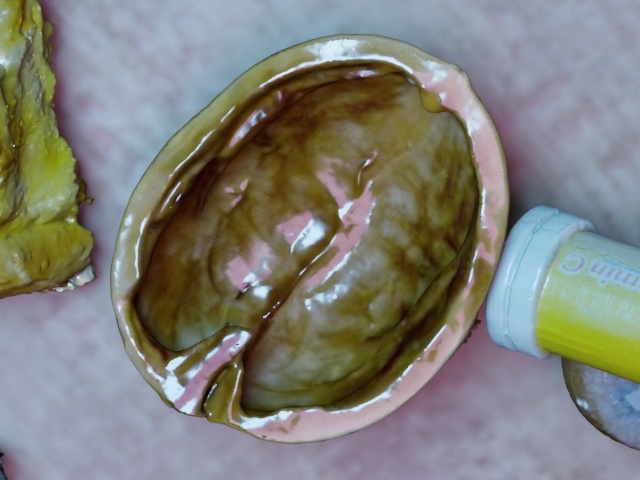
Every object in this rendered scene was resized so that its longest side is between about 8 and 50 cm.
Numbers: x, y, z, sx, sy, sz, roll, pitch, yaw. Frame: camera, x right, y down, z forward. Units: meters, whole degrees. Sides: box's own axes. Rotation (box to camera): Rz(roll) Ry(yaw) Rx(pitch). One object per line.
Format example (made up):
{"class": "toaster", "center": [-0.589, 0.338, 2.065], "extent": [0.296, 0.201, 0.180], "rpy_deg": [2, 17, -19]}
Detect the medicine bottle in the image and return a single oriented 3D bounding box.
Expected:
{"class": "medicine bottle", "center": [0.186, 0.049, 0.870], "extent": [0.218, 0.074, 0.074], "rpy_deg": [20, 110, 30]}

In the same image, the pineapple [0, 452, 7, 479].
{"class": "pineapple", "center": [-0.237, 0.234, 0.929], "extent": [0.170, 0.141, 0.310], "rpy_deg": [6, 81, 8]}

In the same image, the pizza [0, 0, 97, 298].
{"class": "pizza", "center": [-0.197, -0.108, 0.826], "extent": [0.280, 0.075, 0.287], "rpy_deg": [3, 109, -32]}

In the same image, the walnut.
{"class": "walnut", "center": [0.001, -0.001, 0.919], "extent": [0.167, 0.087, 0.211], "rpy_deg": [43, 97, 2]}

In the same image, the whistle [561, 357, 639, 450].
{"class": "whistle", "center": [0.199, 0.084, 0.997], "extent": [0.107, 0.057, 0.220], "rpy_deg": [-43, 114, -7]}
